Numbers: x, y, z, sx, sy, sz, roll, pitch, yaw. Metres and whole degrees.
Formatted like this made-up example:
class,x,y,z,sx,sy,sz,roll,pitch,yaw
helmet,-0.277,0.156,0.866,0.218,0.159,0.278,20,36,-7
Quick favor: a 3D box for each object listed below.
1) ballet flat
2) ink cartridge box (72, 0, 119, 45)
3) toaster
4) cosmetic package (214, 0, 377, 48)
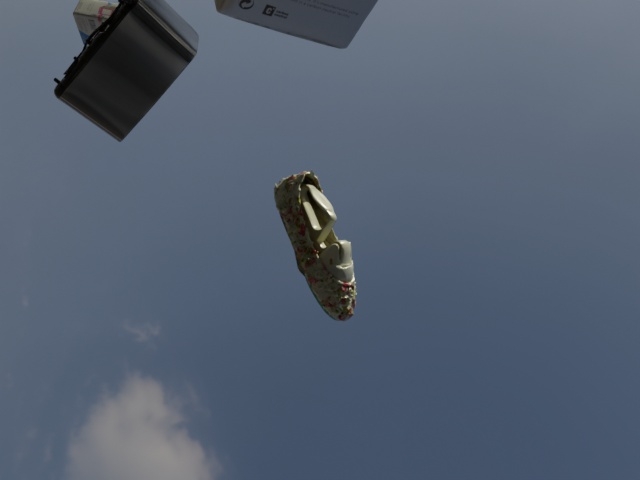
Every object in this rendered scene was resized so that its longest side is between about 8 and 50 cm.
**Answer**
class,x,y,z,sx,sy,sz,roll,pitch,yaw
ballet flat,0.000,0.000,0.974,0.077,0.091,0.241,-38,-110,35
ink cartridge box,-0.432,-0.441,1.365,0.123,0.088,0.052,12,-119,3
toaster,-0.252,-0.238,0.870,0.168,0.110,0.185,-46,-156,13
cosmetic package,0.028,-0.377,0.568,0.365,0.155,0.196,-47,-135,45
